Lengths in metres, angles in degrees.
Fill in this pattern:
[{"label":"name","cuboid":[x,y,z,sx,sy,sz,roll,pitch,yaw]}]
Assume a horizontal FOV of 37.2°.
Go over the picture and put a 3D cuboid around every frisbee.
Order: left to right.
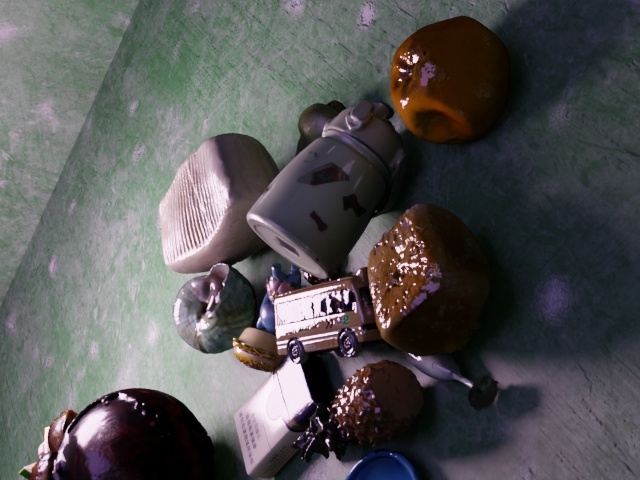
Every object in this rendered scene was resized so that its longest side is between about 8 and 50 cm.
[{"label":"frisbee","cuboid":[0.113,0.491,1.675,0.242,0.045,0.242,-30,52,47]}]

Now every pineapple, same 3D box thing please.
[{"label":"pineapple","cuboid":[0.065,0.324,1.757,0.310,0.141,0.170,-43,12,47]}]

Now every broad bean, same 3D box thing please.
[{"label":"broad bean","cuboid":[0.017,-0.202,2.080,0.169,0.100,0.227,-3,72,40]}]

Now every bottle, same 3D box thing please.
[{"label":"bottle","cuboid":[0.035,-0.114,1.889,0.351,0.229,0.229,-54,31,-13]}]

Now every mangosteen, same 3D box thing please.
[{"label":"mangosteen","cuboid":[-0.438,0.524,2.159,0.422,0.381,0.380,-14,62,33]}]

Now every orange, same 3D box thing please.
[{"label":"orange","cuboid":[0.227,-0.305,1.751,0.249,0.183,0.248,-26,57,48]}]

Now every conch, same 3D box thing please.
[{"label":"conch","cuboid":[-0.251,0.158,2.245,0.277,0.196,0.220,-157,71,-84]}]

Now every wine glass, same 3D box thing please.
[{"label":"wine glass","cuboid":[0.220,0.224,1.634,0.198,0.066,0.066,28,99,58]}]

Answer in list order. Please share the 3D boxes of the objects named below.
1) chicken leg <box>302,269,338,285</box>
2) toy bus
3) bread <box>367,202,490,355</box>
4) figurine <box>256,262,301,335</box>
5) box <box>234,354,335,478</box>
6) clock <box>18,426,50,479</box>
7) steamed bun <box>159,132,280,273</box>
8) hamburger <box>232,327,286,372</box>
[{"label":"chicken leg","cuboid":[0.000,0.000,2.060,0.106,0.051,0.253,-25,54,41]},{"label":"toy bus","cuboid":[0.039,0.146,1.826,0.290,0.140,0.157,-18,80,52]},{"label":"bread","cuboid":[0.196,0.068,1.638,0.195,0.176,0.246,-48,31,29]},{"label":"figurine","cuboid":[-0.074,0.116,2.051,0.144,0.114,0.178,-86,2,-57]},{"label":"box","cuboid":[-0.076,0.358,1.984,0.259,0.071,0.168,-52,38,29]},{"label":"clock","cuboid":[-0.584,0.558,2.407,0.235,0.310,0.166,-41,46,37]},{"label":"steamed bun","cuboid":[-0.212,-0.074,2.241,0.383,0.236,0.247,-44,52,45]},{"label":"hamburger","cuboid":[-0.128,0.242,2.052,0.127,0.141,0.081,16,72,21]}]
